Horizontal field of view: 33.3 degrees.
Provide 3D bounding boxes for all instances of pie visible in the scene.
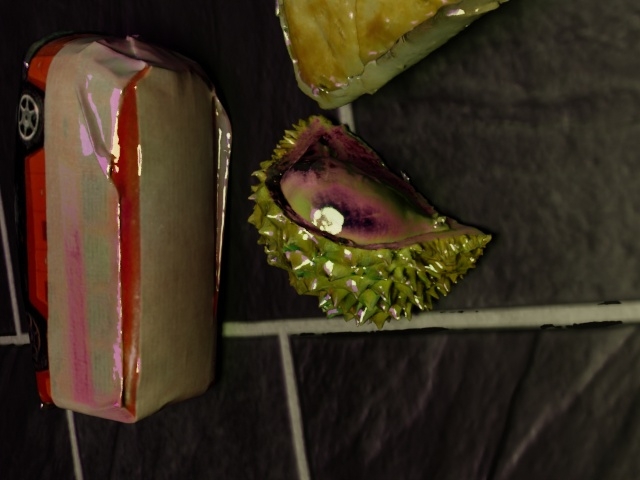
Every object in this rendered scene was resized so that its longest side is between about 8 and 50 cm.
[{"bbox_3d":[0.061,-0.177,0.632,0.282,0.068,0.129,-28,75,46],"label":"pie"}]

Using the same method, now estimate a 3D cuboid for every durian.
[{"bbox_3d":[-0.002,-0.001,0.697,0.186,0.108,0.119,41,124,34],"label":"durian"}]

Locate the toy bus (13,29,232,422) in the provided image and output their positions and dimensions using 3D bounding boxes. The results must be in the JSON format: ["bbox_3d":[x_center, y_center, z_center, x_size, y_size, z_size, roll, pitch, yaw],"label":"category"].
[{"bbox_3d":[-0.158,-0.012,0.852,0.147,0.127,0.303,11,103,40],"label":"toy bus"}]
